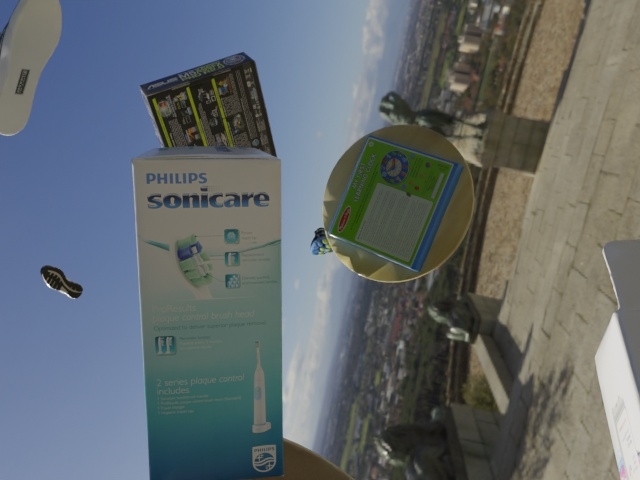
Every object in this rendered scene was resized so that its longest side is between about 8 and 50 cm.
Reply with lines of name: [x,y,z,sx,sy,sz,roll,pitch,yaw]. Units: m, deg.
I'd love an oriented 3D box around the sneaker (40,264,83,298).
sneaker: [-0.535,0.084,1.206,0.040,0.044,0.109,-60,-31,-23]

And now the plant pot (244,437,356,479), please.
plant pot: [-0.089,0.392,0.641,0.256,0.257,0.273,-38,-27,-86]

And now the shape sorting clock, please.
shape sorting clock: [0.095,-0.048,0.764,0.040,0.206,0.206,16,-95,-64]

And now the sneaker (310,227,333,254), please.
sneaker: [0.000,0.000,1.734,0.188,0.067,0.078,32,-139,-82]

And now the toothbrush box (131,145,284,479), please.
toothbrush box: [-0.111,0.055,0.601,0.216,0.126,0.295,-134,44,-73]

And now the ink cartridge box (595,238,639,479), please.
ink cartridge box: [0.202,0.093,0.270,0.067,0.116,0.198,69,-160,-54]

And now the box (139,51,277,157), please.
box: [-0.209,-0.211,1.183,0.060,0.216,0.270,50,159,48]

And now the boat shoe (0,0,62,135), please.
boat shoe: [-0.614,-0.365,1.183,0.301,0.102,0.108,-64,-17,18]
